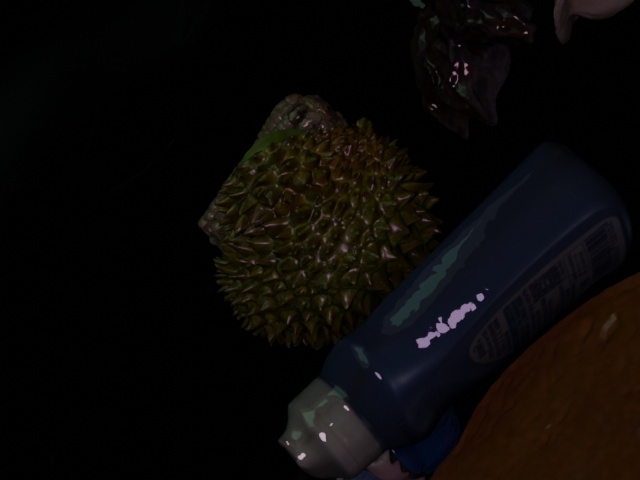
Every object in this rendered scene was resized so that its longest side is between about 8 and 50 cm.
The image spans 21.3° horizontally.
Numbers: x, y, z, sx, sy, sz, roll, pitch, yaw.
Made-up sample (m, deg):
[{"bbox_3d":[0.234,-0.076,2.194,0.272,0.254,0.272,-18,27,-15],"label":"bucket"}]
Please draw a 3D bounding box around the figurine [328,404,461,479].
[{"bbox_3d":[0.048,0.171,1.298,0.149,0.087,0.086,-58,36,33],"label":"figurine"}]

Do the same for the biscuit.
[{"bbox_3d":[0.167,0.177,1.065,0.312,0.057,0.351,-31,31,45],"label":"biscuit"}]

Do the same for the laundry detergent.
[{"bbox_3d":[0.088,0.060,1.196,0.290,0.094,0.143,-40,-21,-10],"label":"laundry detergent"}]

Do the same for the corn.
[{"bbox_3d":[-0.055,-0.063,1.800,0.211,0.087,0.087,-51,23,15],"label":"corn"}]

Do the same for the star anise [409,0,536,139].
[{"bbox_3d":[0.131,-0.220,1.525,0.223,0.109,0.236,125,159,-83],"label":"star anise"}]

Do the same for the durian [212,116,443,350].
[{"bbox_3d":[0.001,0.000,1.459,0.200,0.177,0.237,-18,-9,-14],"label":"durian"}]

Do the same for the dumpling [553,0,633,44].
[{"bbox_3d":[0.242,-0.252,1.475,0.150,0.092,0.176,-49,24,52],"label":"dumpling"}]

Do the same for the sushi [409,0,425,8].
[{"bbox_3d":[0.138,-0.331,1.686,0.215,0.050,0.192,-50,62,17],"label":"sushi"}]
